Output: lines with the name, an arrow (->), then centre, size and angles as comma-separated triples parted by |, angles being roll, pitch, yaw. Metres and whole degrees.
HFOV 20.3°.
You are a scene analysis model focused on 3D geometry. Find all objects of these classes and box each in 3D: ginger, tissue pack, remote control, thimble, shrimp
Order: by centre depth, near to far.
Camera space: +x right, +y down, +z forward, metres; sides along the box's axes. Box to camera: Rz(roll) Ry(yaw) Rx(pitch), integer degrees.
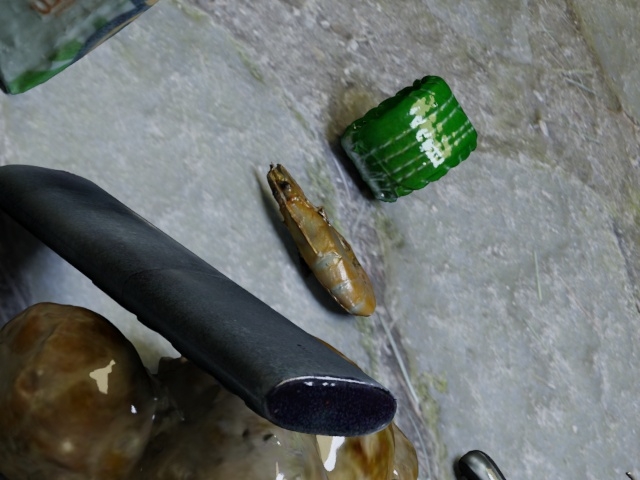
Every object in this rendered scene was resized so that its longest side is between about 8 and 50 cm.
remote control -> -0.099, 0.032, 1.190 | 0.107, 0.044, 0.377 | 6, 18, -40
ginger -> -0.057, 0.148, 1.251 | 0.375, 0.176, 0.256 | 0, 47, -56
tissue pack -> -0.146, -0.267, 1.435 | 0.128, 0.228, 0.311 | 51, 32, -14
shrimp -> 0.006, -0.004, 1.598 | 0.162, 0.045, 0.095 | 58, 30, 4
thimble -> 0.087, -0.098, 1.732 | 0.130, 0.118, 0.090 | -36, 99, -33

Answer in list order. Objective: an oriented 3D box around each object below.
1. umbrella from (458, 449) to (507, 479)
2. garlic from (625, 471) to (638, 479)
umbrella -> 0.198, 0.297, 1.596 | 0.248, 0.071, 0.071 | 55, 30, 2
garlic -> 0.376, 0.331, 1.655 | 0.207, 0.207, 0.257 | 23, 55, -45
